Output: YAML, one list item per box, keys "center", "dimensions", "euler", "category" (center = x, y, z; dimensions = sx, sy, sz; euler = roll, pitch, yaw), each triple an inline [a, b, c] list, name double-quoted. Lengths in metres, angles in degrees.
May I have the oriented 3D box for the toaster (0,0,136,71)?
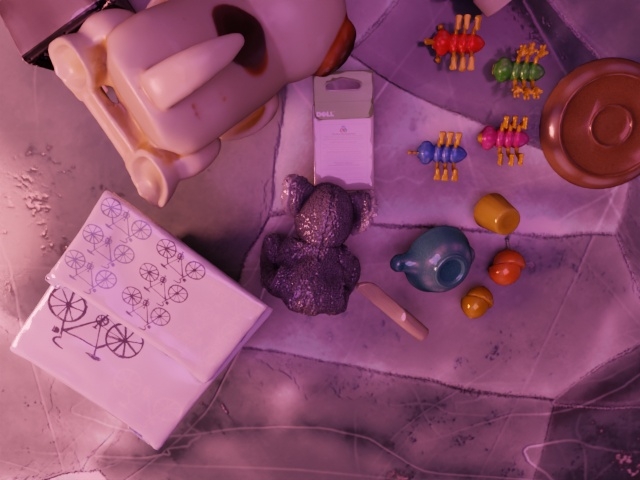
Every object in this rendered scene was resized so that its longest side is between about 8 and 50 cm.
- center: [-0.393, -0.362, 0.982]
  dimensions: [0.185, 0.168, 0.110]
  euler: [-31, 94, 10]
  category: "toaster"

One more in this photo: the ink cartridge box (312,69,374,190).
- center: [0.041, -0.195, 1.086]
  dimensions: [0.109, 0.062, 0.209]
  euler: [-1, 105, 2]
  category: "ink cartridge box"

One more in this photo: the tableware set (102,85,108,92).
- center: [-0.351, -0.318, 1.083]
  dimensions: [0.141, 0.020, 0.169]
  euler: [19, 105, -4]
  category: "tableware set"

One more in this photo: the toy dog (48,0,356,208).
- center: [-0.145, -0.301, 0.912]
  dimensions: [0.408, 0.395, 0.284]
  euler: [-40, 97, -26]
  category: "toy dog"

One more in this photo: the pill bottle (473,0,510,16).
- center: [0.214, -0.507, 0.943]
  dimensions: [0.169, 0.169, 0.301]
  euler: [-42, 101, 11]
  category: "pill bottle"

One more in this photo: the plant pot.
- center: [0.517, -0.206, 1.089]
  dimensions: [0.236, 0.032, 0.236]
  euler: [0, 105, 0]
  category: "plant pot"

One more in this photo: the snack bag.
- center: [-0.303, 0.142, 0.985]
  dimensions: [0.323, 0.037, 0.342]
  euler: [38, 102, -9]
  category: "snack bag"

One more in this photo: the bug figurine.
- center: [0.274, -0.241, 1.063]
  dimensions: [0.216, 0.072, 0.279]
  euler: [7, 107, 2]
  category: "bug figurine"

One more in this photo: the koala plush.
- center: [0.000, 0.000, 1.063]
  dimensions: [0.196, 0.203, 0.221]
  euler: [16, 107, -4]
  category: "koala plush"

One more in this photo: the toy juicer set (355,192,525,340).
- center: [0.231, 0.068, 1.131]
  dimensions: [0.329, 0.089, 0.209]
  euler: [-29, 120, -6]
  category: "toy juicer set"
